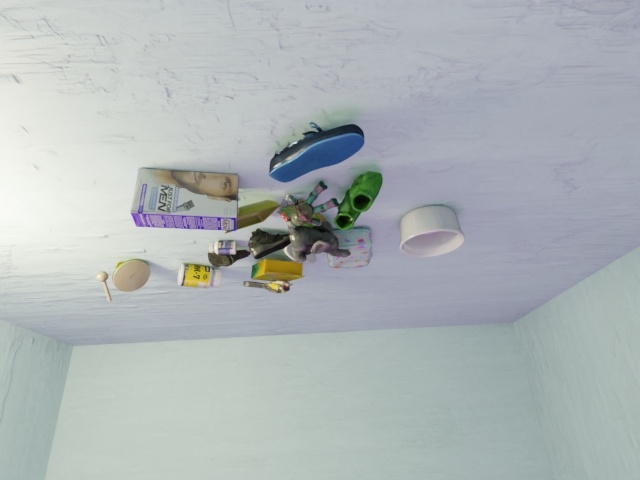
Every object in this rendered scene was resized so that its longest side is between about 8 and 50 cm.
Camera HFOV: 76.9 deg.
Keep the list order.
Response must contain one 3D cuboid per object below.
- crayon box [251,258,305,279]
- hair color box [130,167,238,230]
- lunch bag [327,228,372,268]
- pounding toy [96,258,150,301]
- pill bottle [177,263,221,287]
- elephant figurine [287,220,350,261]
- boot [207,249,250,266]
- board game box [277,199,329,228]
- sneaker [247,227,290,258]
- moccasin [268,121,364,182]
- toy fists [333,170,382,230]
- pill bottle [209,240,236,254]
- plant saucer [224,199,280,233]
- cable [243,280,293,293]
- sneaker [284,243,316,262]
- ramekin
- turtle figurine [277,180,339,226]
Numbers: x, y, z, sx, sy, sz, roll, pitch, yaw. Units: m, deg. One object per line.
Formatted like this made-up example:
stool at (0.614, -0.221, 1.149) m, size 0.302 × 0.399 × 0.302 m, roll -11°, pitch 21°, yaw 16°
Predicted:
crayon box at (-0.220, 0.157, 2.076) m, size 0.203 × 0.081 × 0.319 m, roll 9°, pitch 167°, yaw -23°
hair color box at (-0.460, -0.141, 1.402) m, size 0.340 × 0.185 × 0.110 m, roll 2°, pitch 152°, yaw -13°
lunch bag at (0.143, 0.042, 1.934) m, size 0.225 × 0.107 × 0.279 m, roll -6°, pitch 155°, yaw -1°
pounding toy at (-1.003, 0.171, 2.048) m, size 0.237 × 0.110 × 0.182 m, roll -29°, pitch 133°, yaw -32°
pill bottle at (-0.640, 0.191, 2.134) m, size 0.209 × 0.119 × 0.119 m, roll 9°, pitch 151°, yaw -25°
elephant figurine at (0.000, 0.000, 1.718) m, size 0.240 × 0.169 × 0.186 m, roll -6°, pitch 178°, yaw 6°
boot at (-0.453, 0.079, 1.990) m, size 0.198 × 0.076 × 0.137 m, roll 11°, pitch -156°, yaw 41°
board game box at (-0.067, -0.094, 1.713) m, size 0.124 × 0.039 × 0.259 m, roll -16°, pitch 154°, yaw 22°
sneaker at (-0.227, -0.011, 1.826) m, size 0.228 × 0.130 × 0.087 m, roll -22°, pitch 158°, yaw -27°
moccasin at (-0.030, -0.290, 1.230) m, size 0.343 × 0.116 × 0.138 m, roll -14°, pitch 152°, yaw 28°
toy fists at (0.137, -0.156, 1.498) m, size 0.096 × 0.142 × 0.279 m, roll 34°, pitch 146°, yaw -3°
pill bottle at (-0.456, 0.032, 1.890) m, size 0.121 × 0.066 × 0.067 m, roll 0°, pitch 154°, yaw -7°
plant saucer at (-0.278, -0.101, 1.586) m, size 0.188 × 0.045 × 0.188 m, roll -20°, pitch 172°, yaw -34°
cable at (-0.279, 0.232, 2.185) m, size 0.288 × 0.072 × 0.140 m, roll 10°, pitch -171°, yaw 29°
sneaker at (-0.121, 0.078, 2.023) m, size 0.094 × 0.080 × 0.212 m, roll -9°, pitch 157°, yaw 38°
ramekin at (0.481, -0.040, 1.775) m, size 0.278 × 0.135 × 0.277 m, roll -2°, pitch 154°, yaw -1°
turtle figurine at (-0.054, -0.112, 1.534) m, size 0.234 × 0.118 × 0.175 m, roll -34°, pitch 112°, yaw 26°
